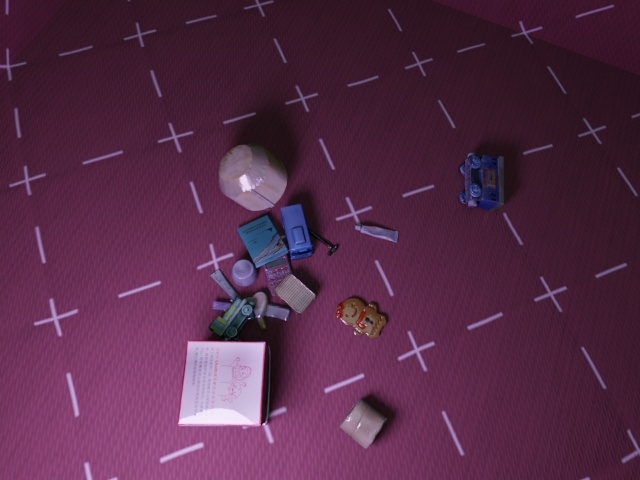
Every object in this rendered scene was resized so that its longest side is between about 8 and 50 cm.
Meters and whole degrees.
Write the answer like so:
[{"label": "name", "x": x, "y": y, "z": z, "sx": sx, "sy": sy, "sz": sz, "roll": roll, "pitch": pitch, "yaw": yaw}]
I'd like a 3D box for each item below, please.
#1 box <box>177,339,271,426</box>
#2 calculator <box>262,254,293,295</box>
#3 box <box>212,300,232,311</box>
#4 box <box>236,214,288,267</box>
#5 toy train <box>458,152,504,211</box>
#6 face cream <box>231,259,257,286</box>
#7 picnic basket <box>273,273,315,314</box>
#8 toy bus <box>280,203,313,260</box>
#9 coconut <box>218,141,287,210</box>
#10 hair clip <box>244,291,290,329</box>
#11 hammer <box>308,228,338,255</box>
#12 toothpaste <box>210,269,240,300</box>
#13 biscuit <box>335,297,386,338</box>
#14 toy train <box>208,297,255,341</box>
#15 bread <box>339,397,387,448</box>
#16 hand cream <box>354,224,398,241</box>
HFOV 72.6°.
[{"label": "box", "x": -0.356, "y": 0.554, "z": 1.690, "sx": 0.312, "sy": 0.300, "sz": 0.315, "roll": 2, "pitch": 70, "yaw": -2}, {"label": "calculator", "x": -0.192, "y": 0.152, "z": 1.990, "sx": 0.126, "sy": 0.034, "sz": 0.191, "roll": -15, "pitch": 77, "yaw": -9}, {"label": "box", "x": -0.413, "y": 0.294, "z": 1.916, "sx": 0.117, "sy": 0.051, "sz": 0.036, "roll": 7, "pitch": 71, "yaw": 1}, {"label": "box", "x": -0.269, "y": 0.001, "z": 2.005, "sx": 0.161, "sy": 0.041, "sz": 0.229, "roll": -27, "pitch": 56, "yaw": -12}, {"label": "toy train", "x": 0.800, "y": -0.291, "z": 2.161, "sx": 0.201, "sy": 0.131, "sz": 0.300, "roll": 11, "pitch": 70, "yaw": -7}, {"label": "face cream", "x": -0.341, "y": 0.144, "z": 1.945, "sx": 0.117, "sy": 0.104, "sz": 0.117, "roll": 2, "pitch": 69, "yaw": -4}, {"label": "picnic basket", "x": -0.113, "y": 0.237, "z": 1.921, "sx": 0.164, "sy": 0.079, "sz": 0.115, "roll": 41, "pitch": 78, "yaw": 1}, {"label": "toy bus", "x": -0.111, "y": -0.039, "z": 2.009, "sx": 0.116, "sy": 0.134, "sz": 0.234, "roll": -12, "pitch": 71, "yaw": -8}, {"label": "coconut", "x": -0.309, "y": -0.291, "z": 2.021, "sx": 0.322, "sy": 0.323, "sz": 0.323, "roll": 1, "pitch": 70, "yaw": -3}, {"label": "hair clip", "x": -0.245, "y": 0.312, "z": 1.914, "sx": 0.218, "sy": 0.071, "sz": 0.159, "roll": 13, "pitch": 72, "yaw": 6}, {"label": "hammer", "x": 0.000, "y": 0.000, "z": 2.061, "sx": 0.178, "sy": 0.021, "sz": 0.065, "roll": 38, "pitch": 73, "yaw": 11}, {"label": "toothpaste", "x": -0.418, "y": 0.213, "z": 1.957, "sx": 0.048, "sy": 0.029, "sz": 0.197, "roll": -39, "pitch": 74, "yaw": -18}, {"label": "biscuit", "x": 0.178, "y": 0.339, "z": 1.940, "sx": 0.225, "sy": 0.036, "sz": 0.166, "roll": 33, "pitch": 73, "yaw": 9}, {"label": "toy train", "x": -0.366, "y": 0.329, "z": 1.839, "sx": 0.132, "sy": 0.083, "sz": 0.200, "roll": 28, "pitch": 67, "yaw": 15}, {"label": "bread", "x": 0.172, "y": 0.731, "z": 1.744, "sx": 0.141, "sy": 0.134, "sz": 0.148, "roll": 37, "pitch": 85, "yaw": 10}, {"label": "hand cream", "x": 0.267, "y": -0.043, "z": 2.088, "sx": 0.216, "sy": 0.038, "sz": 0.053, "roll": 14, "pitch": 94, "yaw": -4}]
